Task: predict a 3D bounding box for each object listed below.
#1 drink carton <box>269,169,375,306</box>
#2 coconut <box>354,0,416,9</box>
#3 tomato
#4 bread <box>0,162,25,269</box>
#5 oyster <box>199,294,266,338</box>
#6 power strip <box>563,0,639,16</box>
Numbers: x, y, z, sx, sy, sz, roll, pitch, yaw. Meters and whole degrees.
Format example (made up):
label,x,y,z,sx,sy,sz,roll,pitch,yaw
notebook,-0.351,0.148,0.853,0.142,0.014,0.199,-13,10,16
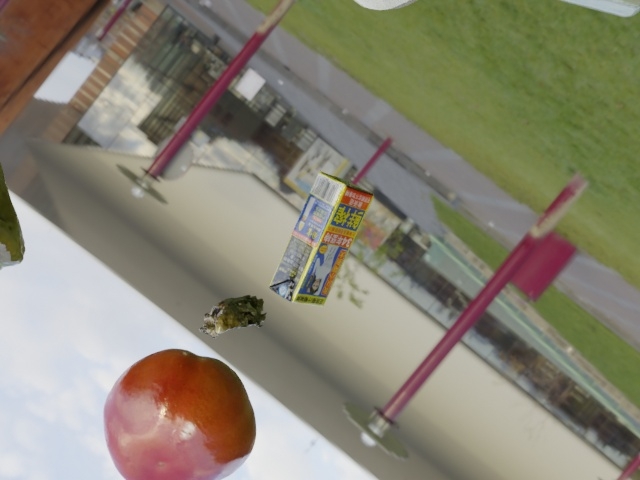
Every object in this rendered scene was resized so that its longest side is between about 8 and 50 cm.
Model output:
label,x,y,z,sx,sy,sz,roll,pitch,yaw
drink carton,0.000,0.000,1.014,0.056,0.166,0.071,32,-170,39
coconut,0.095,-0.523,1.286,0.266,0.237,0.237,34,-173,-45
tomato,-0.237,0.301,1.292,0.260,0.260,0.180,38,-155,-17
bread,-0.333,-0.066,0.524,0.196,0.238,0.252,28,138,52
oyster,-0.132,0.110,1.163,0.148,0.103,0.051,-131,23,-79
power strip,0.229,-0.315,0.814,0.270,0.118,0.046,14,173,-4
